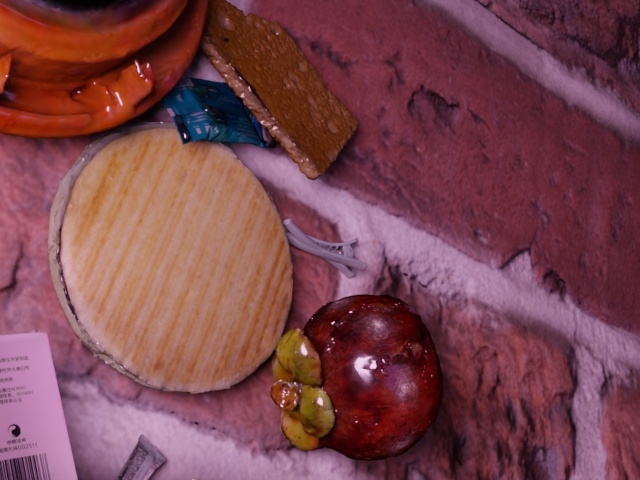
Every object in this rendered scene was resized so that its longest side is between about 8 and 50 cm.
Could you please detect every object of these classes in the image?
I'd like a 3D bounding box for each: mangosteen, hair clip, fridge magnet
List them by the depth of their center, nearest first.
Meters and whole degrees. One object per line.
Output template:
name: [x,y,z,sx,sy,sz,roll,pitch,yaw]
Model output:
fridge magnet: [-0.246,-0.265,0.888,0.363,0.155,0.364,11,72,-35]
mangosteen: [0.028,0.138,1.034,0.180,0.166,0.166,-5,83,-27]
hair clip: [-0.001,0.000,1.120,0.115,0.030,0.039,26,45,-36]

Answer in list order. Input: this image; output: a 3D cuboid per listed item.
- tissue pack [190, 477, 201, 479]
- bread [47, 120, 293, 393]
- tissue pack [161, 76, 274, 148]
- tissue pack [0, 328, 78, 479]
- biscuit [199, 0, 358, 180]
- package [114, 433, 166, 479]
tissue pack: [-0.081,0.448,0.850,0.390,0.195,0.375,59,38,-13]
bread: [-0.137,0.016,0.991,0.267,0.040,0.267,12,72,-38]
tissue pack: [-0.103,-0.128,1.026,0.138,0.028,0.085,-2,59,-60]
tissue pack: [-0.314,0.154,0.761,0.246,0.092,0.149,-2,69,-39]
biscuit: [-0.056,-0.179,1.093,0.237,0.026,0.131,50,34,-13]
package: [-0.175,0.226,0.926,0.037,0.015,0.110,47,56,-23]
